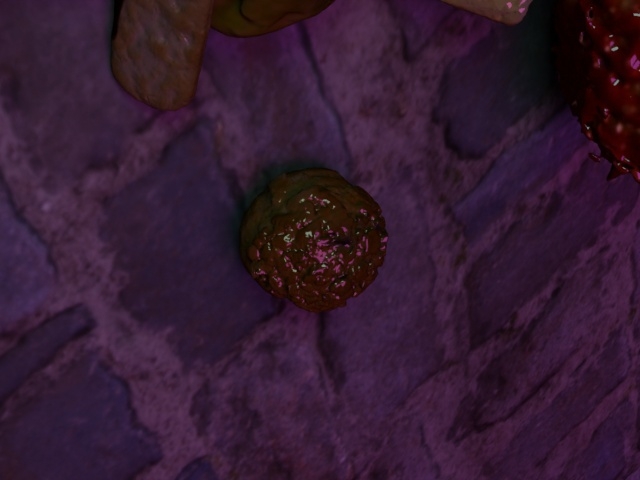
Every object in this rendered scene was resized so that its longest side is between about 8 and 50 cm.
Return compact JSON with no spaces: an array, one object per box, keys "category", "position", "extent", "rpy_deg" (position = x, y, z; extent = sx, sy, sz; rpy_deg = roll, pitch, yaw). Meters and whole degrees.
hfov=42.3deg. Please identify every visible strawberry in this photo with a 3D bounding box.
[{"category":"strawberry","position":[0.319,-0.219,0.730],"extent":[0.292,0.292,0.343],"rpy_deg":[-44,123,-3]}]

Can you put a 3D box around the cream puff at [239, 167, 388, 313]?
[{"category":"cream puff","position":[0.001,0.004,0.747],"extent":[0.144,0.103,0.126],"rpy_deg":[16,108,-47]}]

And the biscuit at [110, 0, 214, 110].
[{"category":"biscuit","position":[-0.112,-0.155,0.579],"extent":[0.018,0.071,0.147],"rpy_deg":[-63,174,-51]}]

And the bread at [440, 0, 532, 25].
[{"category":"bread","position":[0.127,-0.320,0.673],"extent":[0.178,0.135,0.240],"rpy_deg":[18,112,-6]}]

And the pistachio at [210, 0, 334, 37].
[{"category":"pistachio","position":[-0.018,-0.226,0.580],"extent":[0.189,0.100,0.110],"rpy_deg":[-44,135,-2]}]
